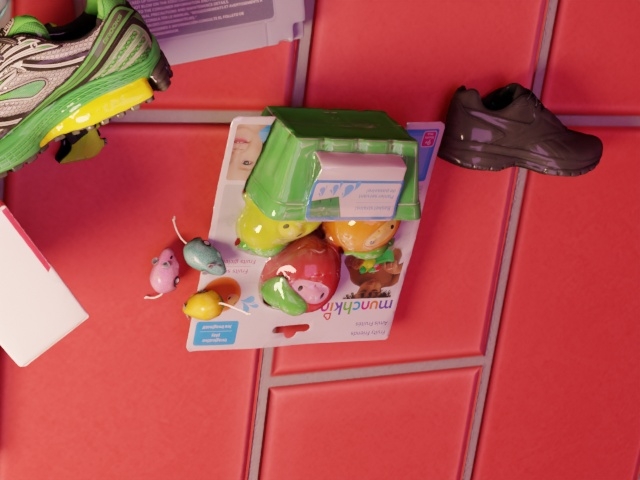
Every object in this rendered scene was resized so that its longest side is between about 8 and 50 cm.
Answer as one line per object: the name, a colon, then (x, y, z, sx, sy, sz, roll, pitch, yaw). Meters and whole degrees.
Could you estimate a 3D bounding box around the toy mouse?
toy mouse: (-0.180, 0.040, 1.573, 0.031, 0.161, 0.143, -30, 111, -57)

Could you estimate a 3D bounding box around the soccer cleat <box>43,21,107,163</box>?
soccer cleat: (-0.314, -0.174, 1.450, 0.072, 0.060, 0.179, -24, 122, -19)

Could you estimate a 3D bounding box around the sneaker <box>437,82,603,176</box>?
sneaker: (0.306, -0.163, 1.762, 0.286, 0.109, 0.130, 2, 103, -31)

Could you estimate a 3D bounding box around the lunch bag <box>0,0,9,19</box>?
lunch bag: (-0.477, -0.252, 1.256, 0.279, 0.108, 0.224, -44, 152, -7)

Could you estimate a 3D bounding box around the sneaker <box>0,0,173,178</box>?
sneaker: (-0.348, -0.172, 1.346, 0.343, 0.134, 0.146, -30, 120, -11)

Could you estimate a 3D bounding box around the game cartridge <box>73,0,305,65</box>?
game cartridge: (-0.162, -0.321, 1.477, 0.294, 0.060, 0.196, -15, 119, -23)

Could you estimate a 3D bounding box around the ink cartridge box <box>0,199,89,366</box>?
ink cartridge box: (-0.385, 0.016, 1.383, 0.100, 0.237, 0.172, -38, 122, -13)

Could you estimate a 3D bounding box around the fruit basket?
fruit basket: (0.000, 0.000, 1.628, 0.327, 0.165, 0.353, 0, 113, -28)
